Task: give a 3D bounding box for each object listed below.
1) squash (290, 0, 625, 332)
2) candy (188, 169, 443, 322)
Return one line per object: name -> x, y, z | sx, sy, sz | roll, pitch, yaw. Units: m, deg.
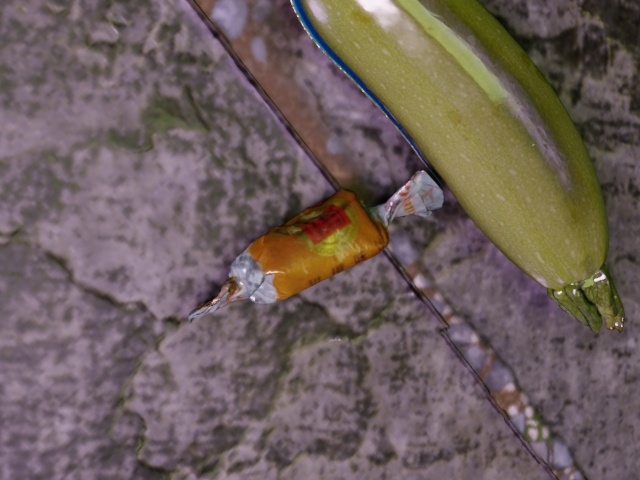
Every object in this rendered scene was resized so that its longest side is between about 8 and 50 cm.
squash -> 0.110, -0.070, 0.490 | 0.094, 0.094, 0.341 | -47, 107, -15
candy -> 0.000, 0.000, 0.463 | 0.182, 0.053, 0.046 | -26, 95, -23
